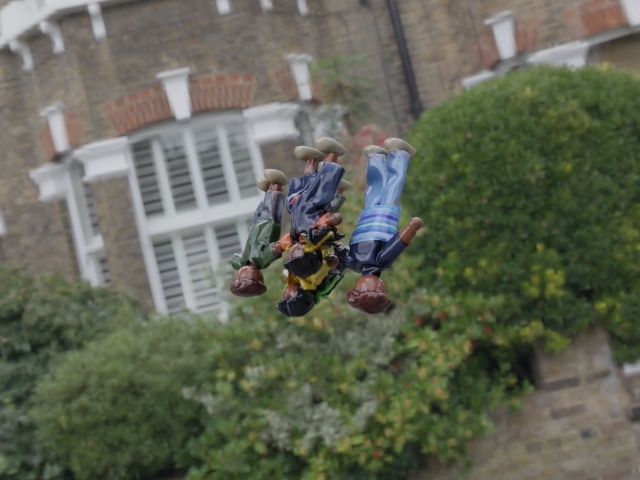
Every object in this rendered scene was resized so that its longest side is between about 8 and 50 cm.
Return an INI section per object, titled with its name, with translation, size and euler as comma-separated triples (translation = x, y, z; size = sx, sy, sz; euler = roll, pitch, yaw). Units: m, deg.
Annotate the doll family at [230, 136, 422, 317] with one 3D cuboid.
[doll family]
translation = 0.000, 0.000, 0.725
size = 0.076, 0.111, 0.193
euler = 20, -21, -17
